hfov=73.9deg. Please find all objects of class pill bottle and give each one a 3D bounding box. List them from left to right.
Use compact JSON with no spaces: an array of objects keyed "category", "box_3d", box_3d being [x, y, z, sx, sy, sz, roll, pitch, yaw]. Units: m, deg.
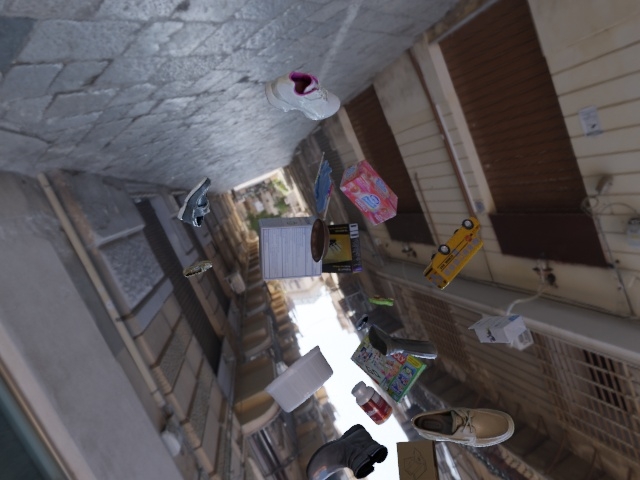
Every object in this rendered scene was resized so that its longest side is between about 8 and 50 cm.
[{"category":"pill bottle","box_3d":[0.183,0.586,1.542,0.086,0.152,0.086,-43,-178,2]}]

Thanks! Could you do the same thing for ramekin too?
[{"category":"ramekin","box_3d":[-0.076,0.559,1.712,0.277,0.135,0.277,-38,168,-10]}]

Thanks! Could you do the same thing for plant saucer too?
[{"category":"plant saucer","box_3d":[0.000,0.000,1.611,0.029,0.169,0.168,3,-178,-19]}]

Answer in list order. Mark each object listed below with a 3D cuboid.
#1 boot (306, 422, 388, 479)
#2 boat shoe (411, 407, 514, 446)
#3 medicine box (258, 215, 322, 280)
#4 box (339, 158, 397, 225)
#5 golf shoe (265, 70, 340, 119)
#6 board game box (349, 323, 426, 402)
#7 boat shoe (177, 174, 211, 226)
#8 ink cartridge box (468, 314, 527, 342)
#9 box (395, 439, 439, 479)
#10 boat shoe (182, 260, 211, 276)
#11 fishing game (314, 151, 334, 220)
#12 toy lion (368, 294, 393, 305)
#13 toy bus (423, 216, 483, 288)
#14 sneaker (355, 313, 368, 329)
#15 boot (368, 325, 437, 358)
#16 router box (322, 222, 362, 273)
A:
[{"category":"boot","box_3d":[0.105,0.930,1.786,0.338,0.118,0.222,-38,-164,-14]},{"category":"boat shoe","box_3d":[0.438,0.575,1.325,0.302,0.098,0.109,-9,-123,25]},{"category":"medicine box","box_3d":[-0.142,0.034,2.014,0.289,0.264,0.149,-4,-160,-12]},{"category":"box","box_3d":[0.253,-0.244,2.179,0.142,0.300,0.154,-27,-148,34]},{"category":"golf shoe","box_3d":[-0.031,-0.488,1.429,0.306,0.115,0.140,-5,171,-41]},{"category":"board game box","box_3d":[0.312,0.576,2.018,0.317,0.046,0.213,35,-86,37]},{"category":"boat shoe","box_3d":[-0.465,-0.146,1.644,0.319,0.099,0.116,-38,-161,53]},{"category":"ink cartridge box","box_3d":[0.662,0.334,1.602,0.104,0.062,0.181,-23,179,-27]},{"category":"box","box_3d":[0.351,0.819,1.551,0.021,0.164,0.201,13,150,-26]},{"category":"boat shoe","box_3d":[-0.638,0.150,2.216,0.153,0.056,0.048,-17,-150,-24]},{"category":"fishing game","box_3d":[0.016,-0.188,1.506,0.041,0.189,0.264,7,-148,-13]},{"category":"toy lion","box_3d":[0.258,0.259,1.825,0.100,0.034,0.096,10,-176,18]},{"category":"toy bus","box_3d":[0.583,0.047,1.830,0.332,0.130,0.108,-42,165,-23]},{"category":"sneaker","box_3d":[0.224,0.440,2.279,0.098,0.038,0.069,-57,-177,-1]},{"category":"boot","box_3d":[0.303,0.380,1.587,0.208,0.076,0.189,1,-162,-20]},{"category":"router box","box_3d":[0.057,0.041,2.141,0.308,0.243,0.081,-4,-176,43]}]
